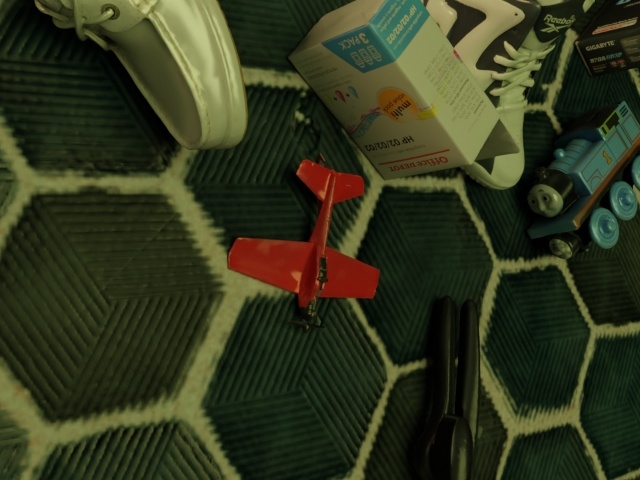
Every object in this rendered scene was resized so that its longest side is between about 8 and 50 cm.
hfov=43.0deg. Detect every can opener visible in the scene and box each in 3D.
[{"bbox_3d":[0.122,0.141,0.726,0.059,0.073,0.186,21,65,-27],"label":"can opener"}]

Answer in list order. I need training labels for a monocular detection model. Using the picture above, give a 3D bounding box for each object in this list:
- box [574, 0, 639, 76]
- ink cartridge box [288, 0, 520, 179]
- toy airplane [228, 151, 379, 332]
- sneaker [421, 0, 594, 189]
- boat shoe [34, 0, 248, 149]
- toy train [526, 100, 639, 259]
[{"bbox_3d":[0.415,-0.264,0.881,0.175,0.220,0.051,-49,117,-29],"label":"box"},{"bbox_3d":[0.072,-0.113,0.676,0.181,0.104,0.062,48,61,-24],"label":"ink cartridge box"},{"bbox_3d":[0.000,0.000,0.659,0.151,0.028,0.151,3,84,-36],"label":"toy airplane"},{"bbox_3d":[0.179,-0.166,0.733,0.094,0.153,0.235,-11,93,-37],"label":"sneaker"},{"bbox_3d":[-0.146,-0.171,0.523,0.096,0.098,0.277,-33,97,-34],"label":"boat shoe"},{"bbox_3d":[0.282,-0.062,0.855,0.184,0.080,0.105,-44,103,-29],"label":"toy train"}]
